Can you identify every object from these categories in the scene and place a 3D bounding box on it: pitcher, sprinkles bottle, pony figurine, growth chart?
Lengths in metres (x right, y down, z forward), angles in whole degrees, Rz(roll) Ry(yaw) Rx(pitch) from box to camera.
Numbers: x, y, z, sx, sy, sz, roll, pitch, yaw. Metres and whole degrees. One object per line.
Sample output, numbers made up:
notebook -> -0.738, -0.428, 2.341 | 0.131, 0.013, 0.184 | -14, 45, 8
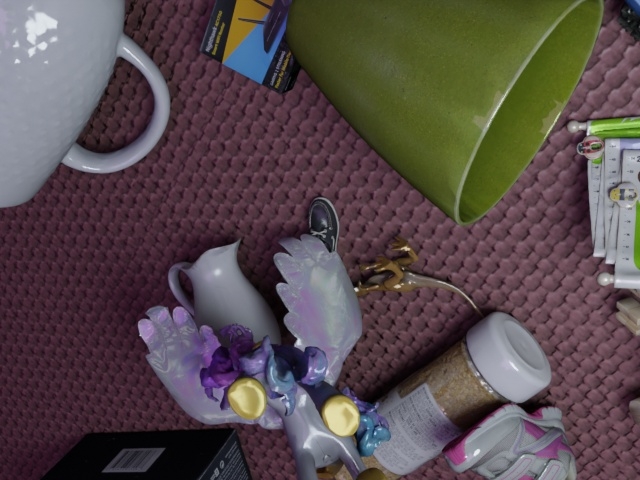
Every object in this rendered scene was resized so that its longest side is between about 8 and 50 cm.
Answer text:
pitcher -> -0.156, 0.117, 1.092 | 0.178, 0.125, 0.207 | -18, 94, 46
sprinkles bottle -> 0.161, 0.249, 1.020 | 0.121, 0.121, 0.355 | 45, 118, -2
pony figurine -> -0.044, 0.193, 0.894 | 0.303, 0.363, 0.350 | -27, 92, -6
growth chart -> 0.388, -0.048, 0.805 | 0.172, 0.021, 0.237 | -7, 66, 18

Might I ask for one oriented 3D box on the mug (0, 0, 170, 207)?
mug -> -0.389, -0.232, 0.964 | 0.374, 0.276, 0.328 | 31, 114, -29

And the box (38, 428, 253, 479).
box -> -0.290, 0.523, 1.257 | 0.343, 0.179, 0.312 | -8, 107, 22

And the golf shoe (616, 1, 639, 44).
golf shoe -> 0.465, -0.236, 0.748 | 0.273, 0.105, 0.120 | 18, 95, 10

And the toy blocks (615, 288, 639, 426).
toy blocks -> 0.554, 0.151, 0.820 | 0.260, 0.309, 0.288 | -17, 121, -9

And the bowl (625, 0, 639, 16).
bowl -> 0.446, -0.351, 0.647 | 0.391, 0.077, 0.390 | 1, 94, 12

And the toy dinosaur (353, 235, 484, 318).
toy dinosaur -> 0.125, 0.054, 1.002 | 0.212, 0.064, 0.112 | -1, 137, 21

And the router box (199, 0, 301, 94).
router box -> -0.069, -0.304, 0.922 | 0.133, 0.046, 0.178 | 29, 117, 7

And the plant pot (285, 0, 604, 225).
plant pot -> 0.114, -0.208, 0.800 | 0.294, 0.275, 0.274 | 35, 119, 22

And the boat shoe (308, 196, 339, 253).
boat shoe -> 0.000, 0.000, 1.024 | 0.046, 0.038, 0.125 | 8, 113, 17

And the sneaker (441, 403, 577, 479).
sneaker -> 0.266, 0.287, 0.924 | 0.103, 0.252, 0.111 | -49, 50, 33
